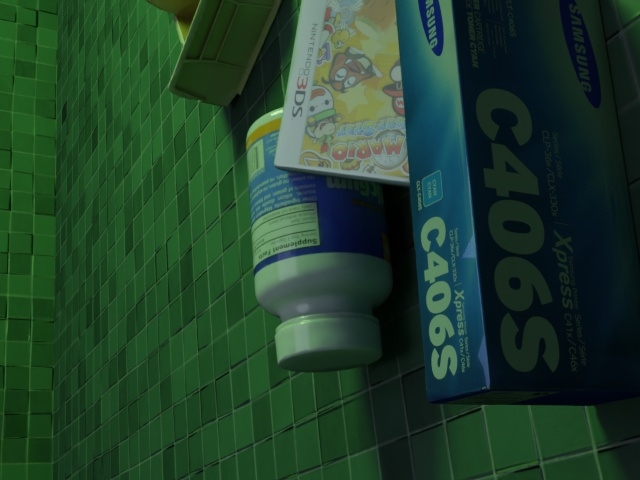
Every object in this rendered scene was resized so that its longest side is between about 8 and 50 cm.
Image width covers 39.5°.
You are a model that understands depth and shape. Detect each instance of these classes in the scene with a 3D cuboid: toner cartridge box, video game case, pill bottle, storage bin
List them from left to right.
[{"bbox_3d":[-0.175,-0.393,1.409,0.260,0.123,0.262,-59,37,36],"label":"storage bin"},{"bbox_3d":[0.000,0.000,0.979,0.152,0.152,0.272,-36,55,54],"label":"pill bottle"},{"bbox_3d":[0.071,-0.158,0.874,0.226,0.026,0.207,9,89,26],"label":"video game case"},{"bbox_3d":[0.154,-0.051,0.694,0.075,0.165,0.348,-28,61,55],"label":"toner cartridge box"}]
